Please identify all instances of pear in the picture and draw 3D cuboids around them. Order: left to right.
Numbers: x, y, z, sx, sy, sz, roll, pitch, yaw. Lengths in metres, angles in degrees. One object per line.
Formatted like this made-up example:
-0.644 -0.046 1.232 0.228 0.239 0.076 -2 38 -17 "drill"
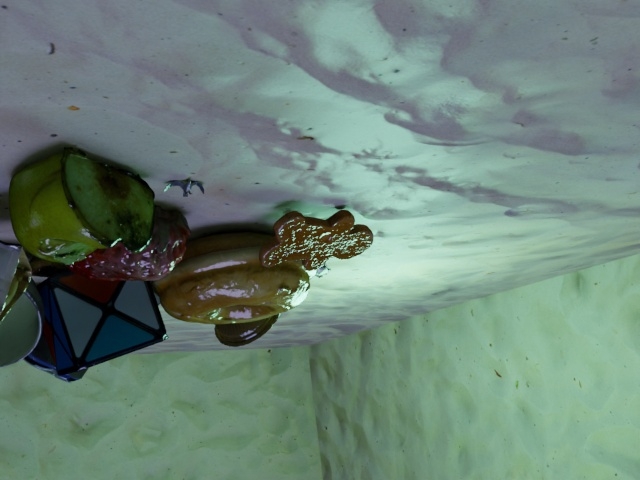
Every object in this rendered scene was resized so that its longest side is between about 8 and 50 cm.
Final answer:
-0.468 -0.045 1.277 0.256 0.163 0.238 -10 166 22 "pear"

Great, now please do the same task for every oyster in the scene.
-0.019 0.090 2.220 0.108 0.053 0.166 22 160 -26 "oyster"

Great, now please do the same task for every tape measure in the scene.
-0.779 0.266 2.103 0.262 0.259 0.138 27 149 -16 "tape measure"

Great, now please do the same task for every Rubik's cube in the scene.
-0.578 0.191 1.834 0.250 0.246 0.248 -18 178 -32 "Rubik's cube"

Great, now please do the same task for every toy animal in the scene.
-0.265 -0.104 1.398 0.084 0.028 0.050 0 172 -30 "toy animal"

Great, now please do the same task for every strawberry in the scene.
-0.453 0.027 1.581 0.336 0.149 0.265 -16 165 34 "strawberry"

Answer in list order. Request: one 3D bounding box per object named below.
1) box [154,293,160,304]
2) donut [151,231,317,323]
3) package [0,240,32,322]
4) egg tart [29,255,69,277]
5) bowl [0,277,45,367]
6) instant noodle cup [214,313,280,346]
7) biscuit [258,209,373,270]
-0.605 0.249 2.223 0.048 0.265 0.273 48 143 -15 "box"
-0.227 0.105 1.894 0.449 0.198 0.449 -9 164 -3 "donut"
-0.745 0.064 1.354 0.311 0.165 0.221 19 159 -12 "package"
-0.684 0.059 1.778 0.130 0.052 0.130 -8 164 -2 "egg tart"
-0.823 0.151 1.711 0.307 0.163 0.307 -5 123 -8 "bowl"
-0.250 0.201 2.242 0.274 0.274 0.090 -14 135 26 "instant noodle cup"
-0.001 -0.003 1.740 0.324 0.049 0.205 0 138 -36 "biscuit"
